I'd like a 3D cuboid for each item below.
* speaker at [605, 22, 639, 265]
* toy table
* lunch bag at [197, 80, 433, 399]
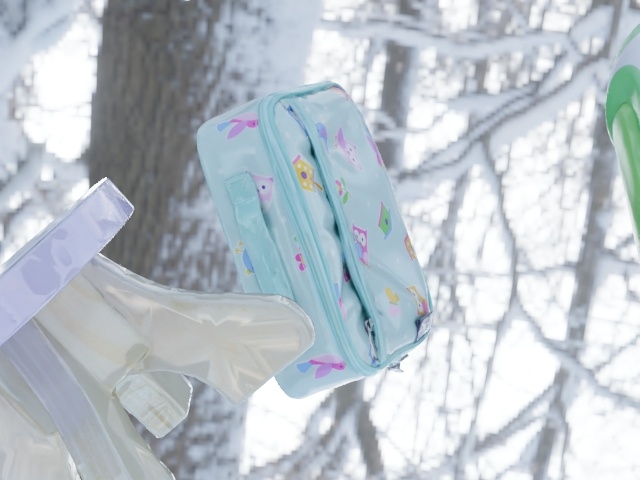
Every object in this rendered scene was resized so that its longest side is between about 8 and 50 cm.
[{"bbox_3d":[0.226,-0.015,0.801,0.131,0.131,0.296,5,-144,-1],"label":"speaker"},{"bbox_3d":[-0.148,0.080,0.924,0.161,0.252,0.274,49,-161,-9],"label":"toy table"},{"bbox_3d":[0.000,0.000,1.362,0.108,0.279,0.224,-20,-179,22],"label":"lunch bag"}]
